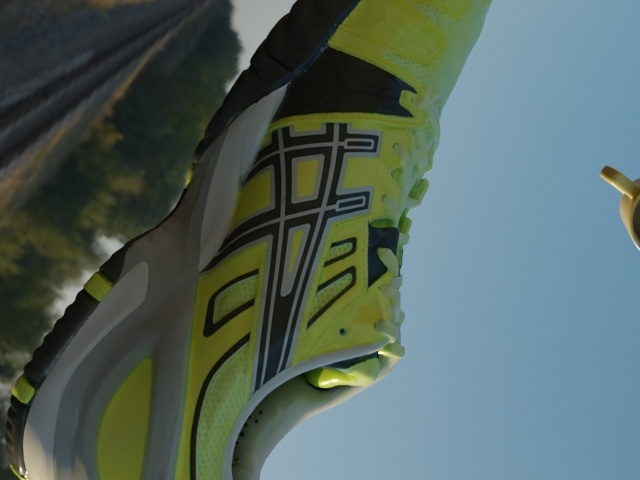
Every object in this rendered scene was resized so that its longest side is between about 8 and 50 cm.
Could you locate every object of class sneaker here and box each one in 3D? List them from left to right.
[{"bbox_3d":[0.000,0.000,0.665,0.385,0.147,0.145,-57,162,-8],"label":"sneaker"}]

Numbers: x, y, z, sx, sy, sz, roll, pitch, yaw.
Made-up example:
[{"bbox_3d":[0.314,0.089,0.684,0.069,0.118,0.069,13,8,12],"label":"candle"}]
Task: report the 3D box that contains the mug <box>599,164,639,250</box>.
[{"bbox_3d":[0.248,-0.028,0.905,0.062,0.078,0.064,-22,-168,4],"label":"mug"}]
